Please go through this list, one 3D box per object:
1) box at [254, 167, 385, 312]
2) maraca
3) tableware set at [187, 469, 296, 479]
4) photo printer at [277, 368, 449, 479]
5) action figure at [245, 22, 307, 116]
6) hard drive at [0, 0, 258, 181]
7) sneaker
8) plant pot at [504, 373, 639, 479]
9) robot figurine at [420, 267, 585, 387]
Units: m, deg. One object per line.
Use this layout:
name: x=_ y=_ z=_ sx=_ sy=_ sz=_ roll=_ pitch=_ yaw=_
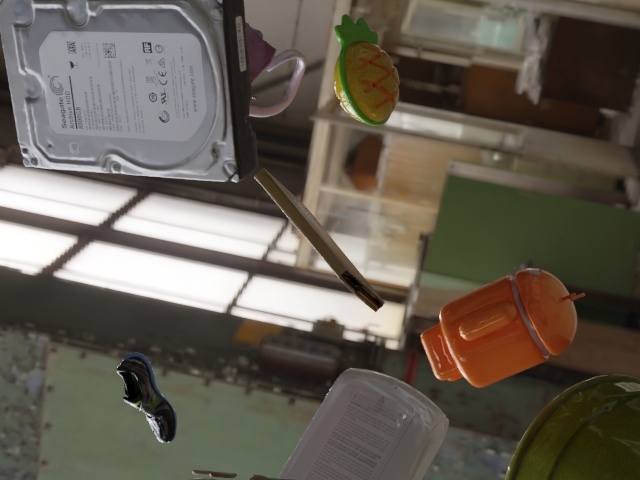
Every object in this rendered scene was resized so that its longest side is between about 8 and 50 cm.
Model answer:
box: x=0.000 y=0.000 z=1.482 sx=0.021 sy=0.201 sz=0.164 roll=-41 pitch=-28 yaw=4
maraca: x=0.071 y=-0.275 z=1.761 sx=0.127 sy=0.099 sz=0.186 roll=-2 pitch=-102 yaw=-52
tableware set: x=-0.145 y=0.417 z=1.741 sx=0.128 sy=0.194 sz=0.039 roll=-32 pitch=-58 yaw=-67
photo printer: x=0.088 y=0.412 z=2.129 sx=0.307 sy=0.256 sz=0.107 roll=-59 pitch=-31 yaw=-15
action figure: x=-0.238 y=-0.211 z=1.765 sx=0.370 sy=0.275 sz=0.248 roll=-44 pitch=-22 yaw=-48
hard drive: x=-0.249 y=-0.201 z=1.388 sx=0.064 sy=0.339 sz=0.237 roll=-38 pitch=-50 yaw=-57
sneaker: x=-0.341 y=0.311 z=2.105 sx=0.078 sy=0.067 sz=0.188 roll=-36 pitch=-76 yaw=-54
plant pot: x=0.493 y=0.397 z=1.452 sx=0.353 sy=0.366 sz=0.367 roll=14 pitch=93 yaw=61
robot figurine: x=0.248 y=0.116 z=1.461 sx=0.158 sy=0.219 sz=0.128 roll=51 pitch=-158 yaw=-32
